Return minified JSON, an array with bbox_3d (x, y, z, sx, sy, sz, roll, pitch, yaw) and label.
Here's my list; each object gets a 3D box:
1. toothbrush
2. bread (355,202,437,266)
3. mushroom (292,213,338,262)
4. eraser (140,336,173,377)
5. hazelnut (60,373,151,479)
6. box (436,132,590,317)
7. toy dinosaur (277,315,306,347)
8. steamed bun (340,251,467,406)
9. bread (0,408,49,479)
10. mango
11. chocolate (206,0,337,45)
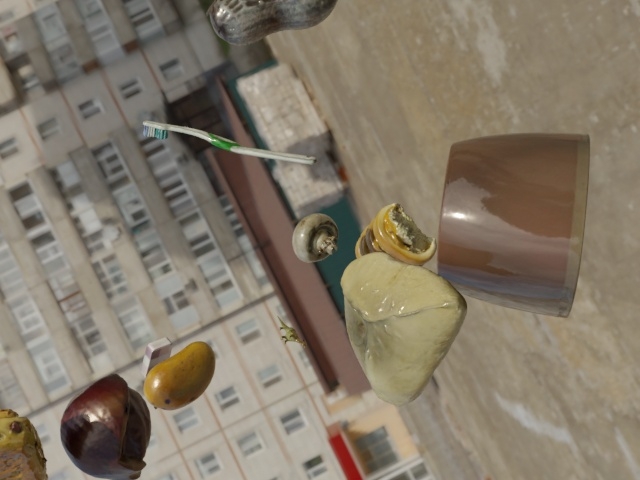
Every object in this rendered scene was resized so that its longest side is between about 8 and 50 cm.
[{"bbox_3d":[-0.152,-0.161,1.611,0.030,0.303,0.030,11,-90,-80],"label":"toothbrush"},{"bbox_3d":[0.126,0.014,1.687,0.119,0.084,0.177,38,149,0],"label":"bread"},{"bbox_3d":[0.000,0.000,1.572,0.079,0.085,0.085,19,143,45],"label":"mushroom"},{"bbox_3d":[-0.401,0.288,2.376,0.026,0.065,0.105,45,133,31],"label":"eraser"},{"bbox_3d":[-0.374,0.337,1.732,0.202,0.160,0.170,65,-161,-58],"label":"hazelnut"},{"bbox_3d":[0.302,-0.030,1.533,0.301,0.216,0.301,6,-90,-77],"label":"box"},{"bbox_3d":[-0.069,0.190,2.002,0.113,0.041,0.026,37,121,40],"label":"toy dinosaur"},{"bbox_3d":[0.095,0.119,1.456,0.212,0.110,0.231,50,131,37],"label":"steamed bun"},{"bbox_3d":[-0.560,0.362,1.596,0.235,0.210,0.099,91,165,-53],"label":"bread"},{"bbox_3d":[-0.305,0.304,2.144,0.115,0.178,0.090,63,161,-17],"label":"mango"},{"bbox_3d":[-0.083,-0.423,1.767,0.110,0.248,0.110,161,90,-87],"label":"chocolate"}]
